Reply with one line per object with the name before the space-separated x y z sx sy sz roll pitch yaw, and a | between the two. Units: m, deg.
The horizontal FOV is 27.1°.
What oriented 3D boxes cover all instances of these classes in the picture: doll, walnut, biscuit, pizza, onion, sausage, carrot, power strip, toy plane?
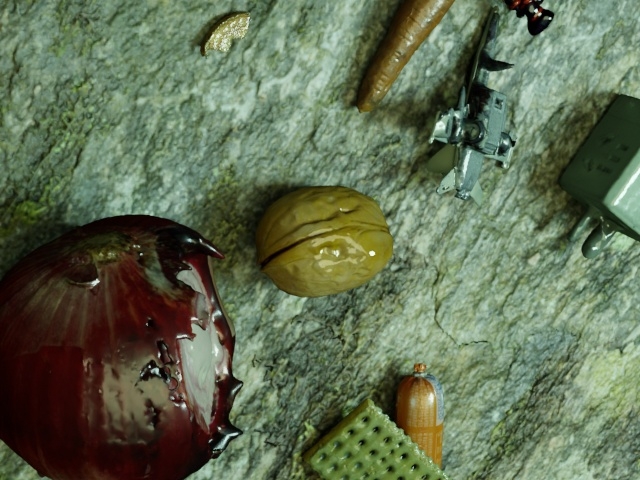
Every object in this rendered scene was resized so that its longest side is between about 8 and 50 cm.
doll | 0.202 -0.361 1.690 0.249 0.127 0.088 38 91 -33
walnut | 0.000 0.000 1.709 0.180 0.144 0.144 -17 110 -11
biscuit | 0.099 0.340 1.844 0.139 0.016 0.231 -43 96 14
pizza | -0.118 -0.257 1.658 0.083 0.016 0.037 -41 113 -9
onion | -0.250 0.131 1.546 0.341 0.341 0.341 -5 106 -18
sausage | 0.138 0.283 1.869 0.071 0.071 0.234 -3 106 -19
carrot | 0.105 -0.255 1.720 0.061 0.061 0.209 30 97 -24
power strip | 0.430 -0.071 1.838 0.139 0.140 0.224 35 91 -26
toy plane | 0.216 -0.180 1.760 0.192 0.088 0.262 11 99 -50
